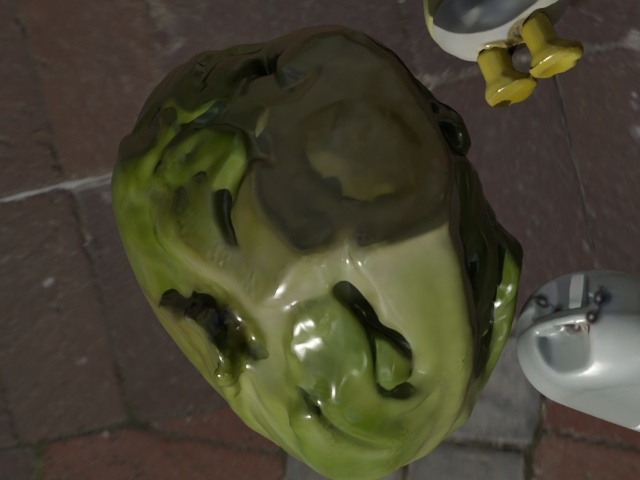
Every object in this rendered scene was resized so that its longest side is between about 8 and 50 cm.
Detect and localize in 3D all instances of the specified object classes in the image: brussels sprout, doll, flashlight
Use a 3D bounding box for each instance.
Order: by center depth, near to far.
[{"bbox_3d":[0.145,0.060,0.598,0.093,0.200,0.047,-18,60,37],"label":"flashlight"},{"bbox_3d":[0.000,0.000,1.056,0.247,0.328,0.328,-38,93,-13],"label":"brussels sprout"},{"bbox_3d":[0.143,-0.258,1.350,0.117,0.296,0.141,17,144,-33],"label":"doll"}]
